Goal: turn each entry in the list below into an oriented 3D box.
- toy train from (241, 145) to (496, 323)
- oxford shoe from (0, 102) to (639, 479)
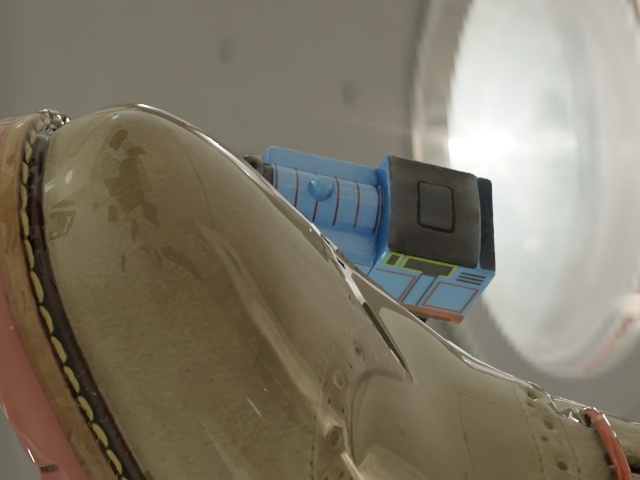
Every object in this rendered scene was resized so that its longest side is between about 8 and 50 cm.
[{"bbox_3d":[0.000,0.000,1.042,0.184,0.105,0.080,12,-128,-15],"label":"toy train"},{"bbox_3d":[0.067,0.069,0.448,0.348,0.130,0.123,42,-151,-35],"label":"oxford shoe"}]
